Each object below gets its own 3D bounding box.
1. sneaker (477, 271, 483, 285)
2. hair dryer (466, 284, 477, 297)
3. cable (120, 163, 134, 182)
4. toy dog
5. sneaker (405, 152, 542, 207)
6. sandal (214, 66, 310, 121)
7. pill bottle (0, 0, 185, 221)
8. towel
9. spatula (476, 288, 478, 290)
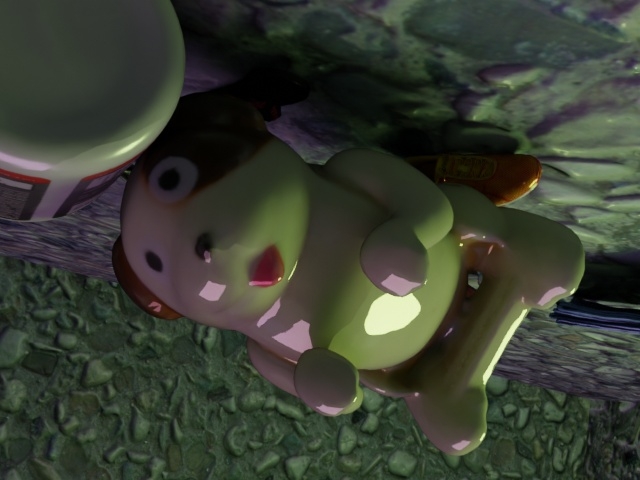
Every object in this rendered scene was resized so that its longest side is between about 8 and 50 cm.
[{"bbox_3d":[0.335,0.091,1.311,0.071,0.083,0.190,9,167,5],"label":"sneaker"},{"bbox_3d":[0.246,0.163,1.440,0.293,0.223,0.080,-25,-174,44],"label":"hair dryer"},{"bbox_3d":[-0.259,-0.121,1.059,0.151,0.047,0.184,9,164,-8],"label":"cable"},{"bbox_3d":[0.000,0.000,0.721,0.408,0.284,0.395,17,-153,-34],"label":"toy dog"},{"bbox_3d":[0.173,-0.075,0.813,0.175,0.064,0.067,-1,165,43],"label":"sneaker"},{"bbox_3d":[-0.075,-0.150,0.769,0.067,0.040,0.179,22,163,-35],"label":"sandal"},{"bbox_3d":[-0.277,-0.130,0.666,0.210,0.210,0.363,18,165,-24],"label":"pill bottle"},{"bbox_3d":[0.552,0.131,1.228,0.243,0.040,0.336,6,-179,26],"label":"towel"},{"bbox_3d":[0.344,0.107,1.436,0.296,0.084,0.030,-6,114,38],"label":"spatula"}]
